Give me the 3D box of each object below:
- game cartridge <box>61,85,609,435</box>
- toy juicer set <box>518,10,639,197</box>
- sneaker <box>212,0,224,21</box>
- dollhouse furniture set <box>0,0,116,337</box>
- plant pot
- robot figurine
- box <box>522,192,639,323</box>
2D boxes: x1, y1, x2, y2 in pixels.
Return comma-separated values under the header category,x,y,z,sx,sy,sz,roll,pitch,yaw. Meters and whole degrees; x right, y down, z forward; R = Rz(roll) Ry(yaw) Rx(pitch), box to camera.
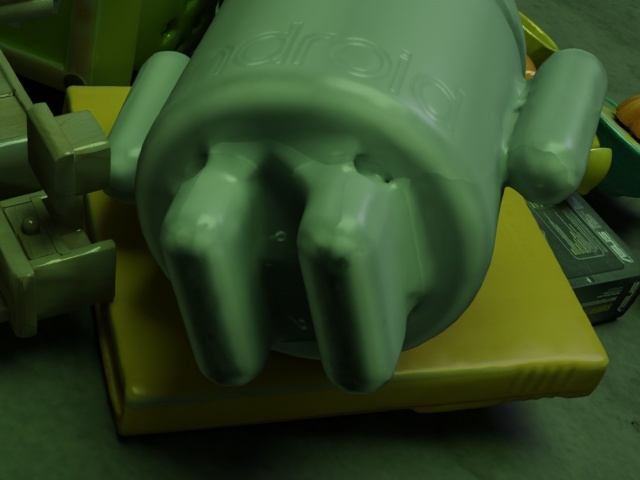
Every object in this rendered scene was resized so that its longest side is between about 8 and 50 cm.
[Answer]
category,x,y,z,sx,sy,sz,roll,pitch,yaw
game cartridge,0.000,0.000,0.821,0.324,0.052,0.285,0,46,-21
toy juicer set,0.266,-0.081,1.035,0.329,0.089,0.209,42,21,1
sneaker,0.005,-0.255,1.009,0.126,0.127,0.321,23,35,-2
dollhouse furniture set,-0.238,-0.159,0.630,0.174,0.355,0.303,-17,51,-26
plant pot,-0.196,-0.246,0.905,0.227,0.228,0.207,22,41,6
robot figurine,0.017,-0.070,0.713,0.300,0.199,0.353,4,40,13
box,0.133,-0.022,0.978,0.183,0.056,0.231,-9,48,-37
